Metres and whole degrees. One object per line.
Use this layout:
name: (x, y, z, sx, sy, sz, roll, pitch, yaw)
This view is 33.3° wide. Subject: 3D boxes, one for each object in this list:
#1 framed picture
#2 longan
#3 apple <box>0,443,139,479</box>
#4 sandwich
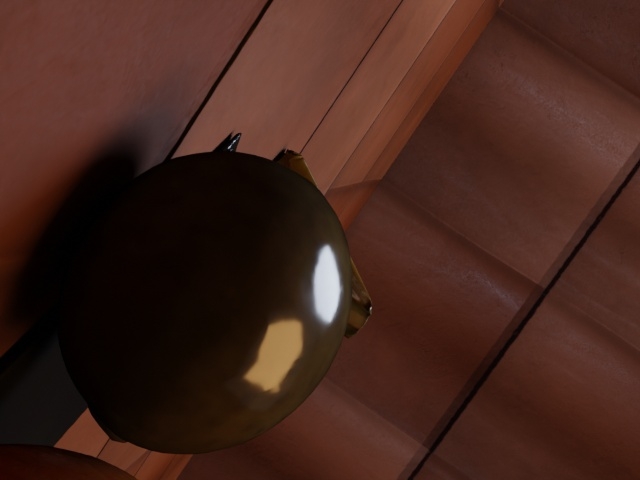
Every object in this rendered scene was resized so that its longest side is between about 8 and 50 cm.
framed picture: (-0.180, 0.090, 0.782, 0.338, 0.014, 0.255, -52, 174, -42)
longan: (-0.072, 0.042, 0.622, 0.204, 0.159, 0.185, -50, -174, 24)
apple: (-0.183, 0.232, 0.548, 0.272, 0.206, 0.251, -53, 157, -13)
sandwich: (0.000, 0.000, 1.052, 0.113, 0.163, 0.079, -54, 176, -32)
